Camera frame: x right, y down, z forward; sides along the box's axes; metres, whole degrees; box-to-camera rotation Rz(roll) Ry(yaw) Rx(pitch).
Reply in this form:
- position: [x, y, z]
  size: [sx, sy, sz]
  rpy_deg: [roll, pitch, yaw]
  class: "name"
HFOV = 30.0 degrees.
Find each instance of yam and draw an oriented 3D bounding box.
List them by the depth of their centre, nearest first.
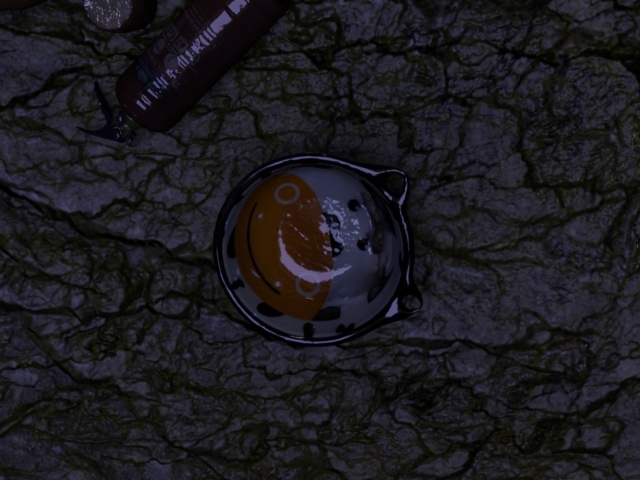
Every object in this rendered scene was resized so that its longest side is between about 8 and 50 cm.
- position: [-0.267, -0.316, 1.590]
  size: [0.084, 0.127, 0.084]
  rpy_deg: [2, 103, 8]
  class: "yam"

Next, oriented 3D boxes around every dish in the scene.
- position: [0.000, 0.000, 1.651]
  size: [0.303, 0.120, 0.303]
  rpy_deg: [2, 106, 6]
  class: "dish"

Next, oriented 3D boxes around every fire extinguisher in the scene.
- position: [-0.204, -0.243, 1.625]
  size: [0.344, 0.102, 0.138]
  rpy_deg: [-42, 65, 17]
  class: "fire extinguisher"

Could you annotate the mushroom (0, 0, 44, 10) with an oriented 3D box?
- position: [-0.411, -0.434, 1.571]
  size: [0.232, 0.302, 0.208]
  rpy_deg: [-18, 146, 9]
  class: "mushroom"
